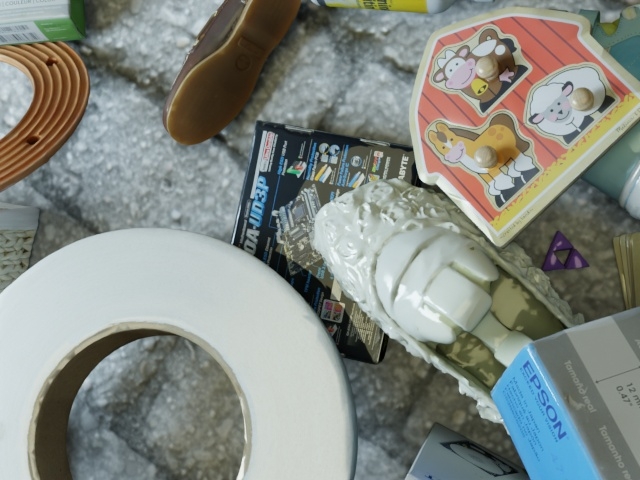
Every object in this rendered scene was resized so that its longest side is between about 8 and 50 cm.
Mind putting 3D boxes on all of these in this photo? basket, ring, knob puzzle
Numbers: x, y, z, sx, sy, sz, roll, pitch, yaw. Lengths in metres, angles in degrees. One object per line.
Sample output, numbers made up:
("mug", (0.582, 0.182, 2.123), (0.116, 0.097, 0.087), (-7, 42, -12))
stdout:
("basket", (-0.396, 0.008, 0.833), (0.113, 0.167, 0.103), (9, 95, 14))
("ring", (-0.406, -0.125, 0.813), (0.337, 0.032, 0.336), (-2, 45, 2))
("knob puzzle", (0.152, -0.121, 0.671), (0.213, 0.030, 0.213), (-6, 78, 30))

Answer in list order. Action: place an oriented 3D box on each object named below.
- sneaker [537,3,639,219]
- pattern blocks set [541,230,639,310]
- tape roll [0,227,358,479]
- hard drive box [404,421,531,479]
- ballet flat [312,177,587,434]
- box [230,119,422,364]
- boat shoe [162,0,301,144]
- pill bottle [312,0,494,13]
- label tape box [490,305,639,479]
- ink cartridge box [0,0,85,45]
("sneaker", (0.293, -0.194, 0.706), (0.208, 0.127, 0.319), (31, 82, 24))
("pattern blocks set", (0.370, 0.053, 0.720), (0.325, 0.026, 0.285), (5, 88, 13))
("tape roll", (-0.160, 0.181, 0.726), (0.392, 0.072, 0.391), (-2, 78, 8))
("hard drive box", (0.148, 0.251, 0.656), (0.181, 0.232, 0.089), (26, 93, 12))
("ballet flat", (0.164, 0.081, 0.673), (0.409, 0.147, 0.147), (39, 96, 8))
("box", (0.000, 0.000, 0.796), (0.175, 0.051, 0.220), (11, 90, 13))
("boat shoe", (-0.098, -0.195, 0.827), (0.207, 0.073, 0.073), (-52, 40, 2))
("pill bottle", (0.081, -0.277, 0.766), (0.184, 0.103, 0.103), (8, 89, 14))
("label tape box", (0.329, 0.145, 0.521), (0.348, 0.115, 0.249), (-16, 62, -10))
("ink cartridge box", (-0.326, -0.326, 0.866), (0.109, 0.062, 0.209), (-5, 81, -1))
